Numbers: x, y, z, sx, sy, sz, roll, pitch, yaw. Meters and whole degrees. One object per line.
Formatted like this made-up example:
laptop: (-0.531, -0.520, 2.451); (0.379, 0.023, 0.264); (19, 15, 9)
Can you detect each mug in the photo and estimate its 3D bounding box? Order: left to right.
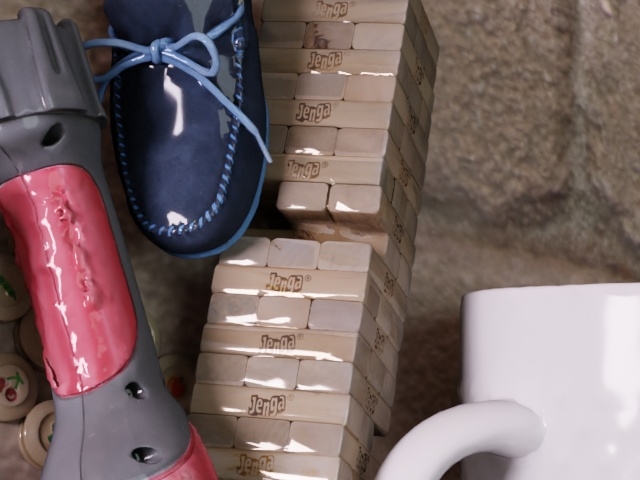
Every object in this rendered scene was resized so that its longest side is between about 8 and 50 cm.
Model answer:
mug: (0.178, 0.192, 0.921); (0.374, 0.276, 0.328); (3, 84, -33)

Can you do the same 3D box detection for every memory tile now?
memory tile: (-0.133, 0.065, 0.868); (0.148, 0.012, 0.113); (50, 53, -16)

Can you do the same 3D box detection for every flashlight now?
flashlight: (-0.123, 0.037, 0.801); (0.103, 0.103, 0.304); (-12, 79, -34)

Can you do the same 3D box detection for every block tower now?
block tower: (0.000, 0.000, 0.921); (0.097, 0.091, 0.335); (56, 40, -63)

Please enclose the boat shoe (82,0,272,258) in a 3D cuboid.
boat shoe: (-0.088, -0.118, 0.893); (0.089, 0.109, 0.258); (59, 21, -65)
